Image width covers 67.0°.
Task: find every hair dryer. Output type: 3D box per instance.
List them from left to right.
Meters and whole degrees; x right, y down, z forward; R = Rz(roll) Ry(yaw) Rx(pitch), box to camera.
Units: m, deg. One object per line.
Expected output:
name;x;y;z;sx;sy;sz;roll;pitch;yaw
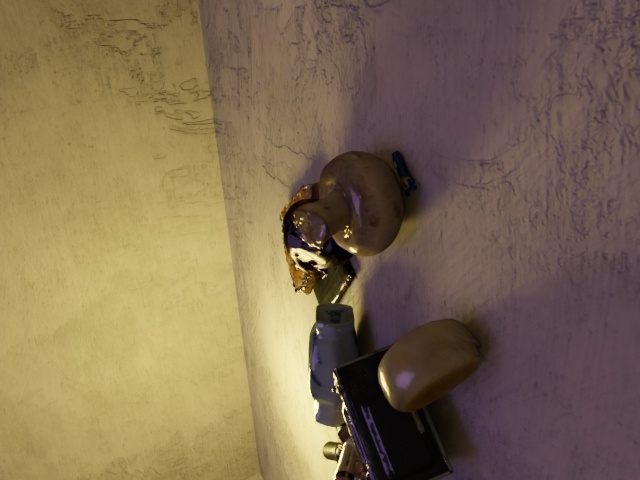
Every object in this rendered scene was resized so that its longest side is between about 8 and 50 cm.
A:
hair dryer;0.114;0.976;2.048;0.248;0.078;0.195;63;154;8

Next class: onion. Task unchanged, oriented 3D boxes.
onion;0.007;-0.018;1.596;0.281;0.221;0.280;7;101;37

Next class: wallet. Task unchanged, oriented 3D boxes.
wallet;0.039;0.147;1.804;0.168;0.044;0.317;66;153;28

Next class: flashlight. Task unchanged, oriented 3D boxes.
flashlight;0.213;-0.177;1.261;0.121;0.036;0.057;70;156;15

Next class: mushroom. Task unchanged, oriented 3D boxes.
mushroom;0.068;-0.094;1.310;0.297;0.290;0.297;44;141;51

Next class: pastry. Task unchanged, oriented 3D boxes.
pastry;0.256;0.300;1.157;0.133;0.265;0.264;55;148;37

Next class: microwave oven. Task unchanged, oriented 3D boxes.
microwave oven;0.178;0.503;1.367;0.286;0.219;0.354;82;167;-72

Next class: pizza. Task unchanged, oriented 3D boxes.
pizza;-0.066;0.014;1.882;0.435;0.080;0.391;141;124;-67

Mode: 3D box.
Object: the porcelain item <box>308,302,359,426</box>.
porcelain item;0.044;0.435;1.703;0.242;0.179;0.404;-93;2;-71

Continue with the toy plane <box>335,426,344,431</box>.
toy plane;0.090;0.701;1.955;0.096;0.060;0.234;-131;39;-61

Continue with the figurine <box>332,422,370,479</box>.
figurine;0.158;0.802;1.643;0.211;0.254;0.360;-109;12;-59
